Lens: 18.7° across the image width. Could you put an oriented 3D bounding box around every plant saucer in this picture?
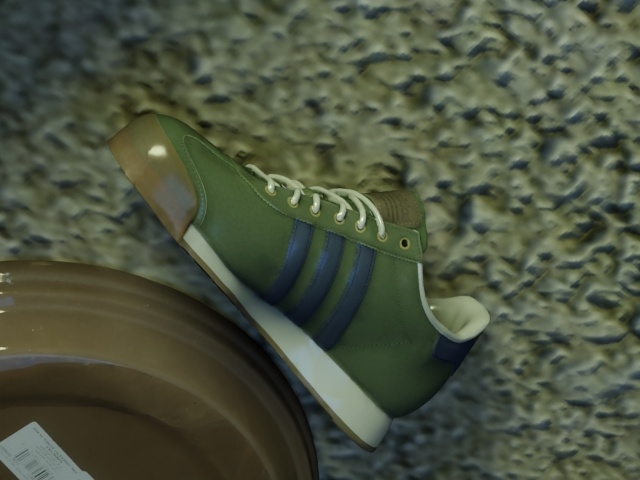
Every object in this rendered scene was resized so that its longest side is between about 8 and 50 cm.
[{"bbox_3d":[-0.134,0.134,0.859,0.278,0.041,0.278,-6,122,-10],"label":"plant saucer"}]

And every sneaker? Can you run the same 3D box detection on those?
[{"bbox_3d":[0.000,0.000,0.796,0.086,0.064,0.192,-38,123,2],"label":"sneaker"}]
